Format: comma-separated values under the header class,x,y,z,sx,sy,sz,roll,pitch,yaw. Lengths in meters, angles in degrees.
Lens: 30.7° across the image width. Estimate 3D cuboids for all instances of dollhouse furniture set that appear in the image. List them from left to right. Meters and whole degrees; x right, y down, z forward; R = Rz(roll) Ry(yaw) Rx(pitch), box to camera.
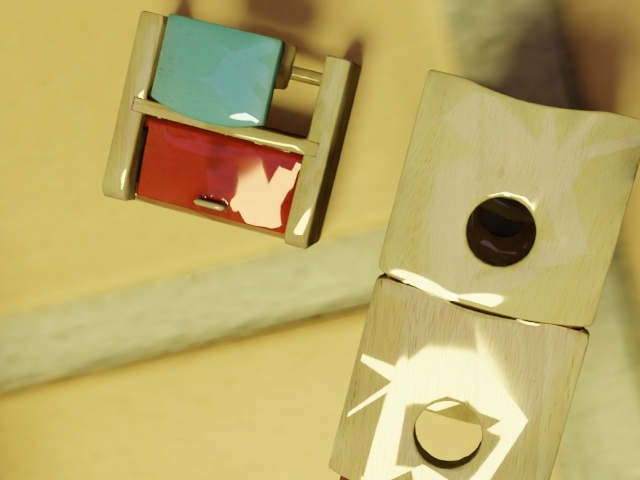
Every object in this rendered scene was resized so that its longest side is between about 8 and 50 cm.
class,x,y,z,sx,sy,sz,roll,pitch,yaw
dollhouse furniture set,0.000,0.000,0.408,0.184,0.129,0.128,15,97,8
